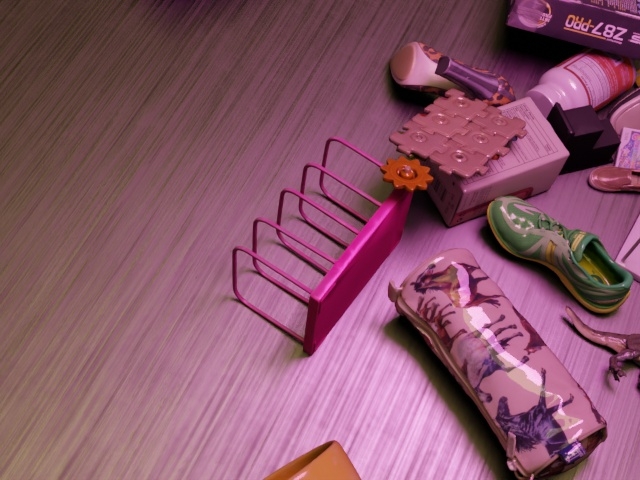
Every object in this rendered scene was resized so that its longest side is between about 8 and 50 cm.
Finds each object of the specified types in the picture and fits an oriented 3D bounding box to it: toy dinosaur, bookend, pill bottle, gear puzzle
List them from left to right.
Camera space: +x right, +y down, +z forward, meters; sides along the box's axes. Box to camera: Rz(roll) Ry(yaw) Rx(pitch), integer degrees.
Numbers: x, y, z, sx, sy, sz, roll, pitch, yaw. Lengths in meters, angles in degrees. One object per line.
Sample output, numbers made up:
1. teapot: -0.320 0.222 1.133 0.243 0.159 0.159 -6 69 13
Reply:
1. gear puzzle: 0.216 -0.153 1.692 0.175 0.044 0.339 29 42 20
2. pill bottle: 0.509 -0.303 1.964 0.216 0.121 0.121 -32 70 -22
3. bookend: 0.502 -0.203 1.887 0.156 0.157 0.072 -13 64 -14
4. toy dinosaur: 0.551 0.201 1.729 0.268 0.064 0.118 15 54 3

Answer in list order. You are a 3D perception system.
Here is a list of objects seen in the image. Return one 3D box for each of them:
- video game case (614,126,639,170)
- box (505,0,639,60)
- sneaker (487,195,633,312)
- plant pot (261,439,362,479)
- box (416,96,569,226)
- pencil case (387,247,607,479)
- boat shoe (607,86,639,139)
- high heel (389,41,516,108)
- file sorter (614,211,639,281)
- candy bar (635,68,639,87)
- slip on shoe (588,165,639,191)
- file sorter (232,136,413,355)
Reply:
1. video game case: 0.643 -0.168 1.943 0.122 0.011 0.087 10 97 -2
2. box: 0.550 -0.517 2.028 0.318 0.097 0.395 17 38 0
3. sneaker: 0.435 0.005 1.775 0.295 0.123 0.109 36 60 6
4. plant pot: -0.020 0.454 1.420 0.254 0.254 0.239 -30 85 -22
5. box: 0.314 -0.147 1.848 0.232 0.127 0.149 -19 64 -18
6. pencil case: 0.284 0.203 1.632 0.183 0.160 0.410 -22 66 -34
7. boat shoe: 0.710 -0.302 1.999 0.340 0.127 0.113 -26 40 -5
8. high heel: 0.252 -0.309 1.930 0.186 0.261 0.093 20 94 -28
9. file sorter: 0.716 0.009 1.791 0.277 0.173 0.193 31 61 10
10. candy bar: 0.713 -0.366 2.086 0.161 0.018 0.040 -28 69 -20
11. slip on shoe: 0.587 -0.119 1.914 0.135 0.041 0.051 9 74 -4
12. file sorter: 0.000 0.000 1.685 0.182 0.202 0.291 32 62 14
